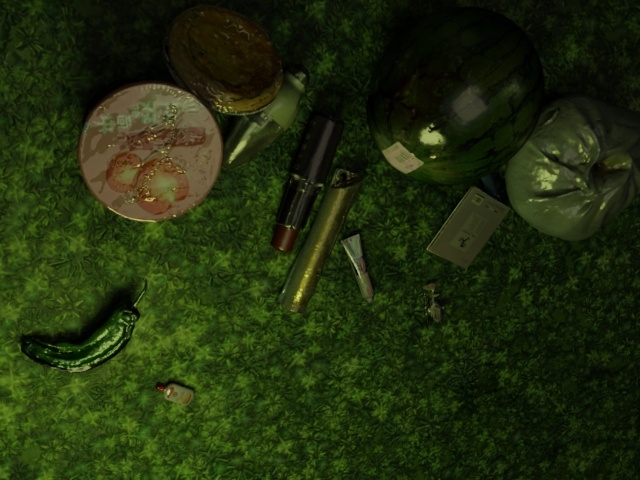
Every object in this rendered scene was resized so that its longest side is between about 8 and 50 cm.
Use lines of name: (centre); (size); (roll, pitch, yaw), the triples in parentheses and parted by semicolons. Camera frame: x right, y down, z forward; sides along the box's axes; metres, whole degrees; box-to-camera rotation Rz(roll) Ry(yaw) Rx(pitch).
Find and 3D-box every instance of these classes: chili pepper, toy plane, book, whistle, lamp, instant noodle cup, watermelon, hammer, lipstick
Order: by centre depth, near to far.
instant noodle cup: (-0.318, -0.177, 1.457); (0.243, 0.231, 0.242); (-7, 110, -20)
lamp: (-0.111, -0.240, 1.596); (0.250, 0.101, 0.101); (-48, 118, 4)
watermelon: (0.263, -0.279, 1.604); (0.363, 0.363, 0.363); (-7, 111, -20)
chili pepper: (-0.443, 0.180, 1.625); (0.279, 0.065, 0.122); (-30, 120, -5)
lipstick: (-0.031, -0.118, 1.680); (0.081, 0.081, 0.299); (15, 101, -26)
whistle: (0.000, 0.000, 1.747); (0.068, 0.057, 0.326); (19, 100, -27)
hammer: (0.370, -0.160, 1.844); (0.116, 0.069, 0.194); (-35, 125, -8)
book: (0.342, -0.027, 1.884); (0.127, 0.014, 0.181); (25, 107, -29)
toy plane: (0.266, 0.152, 1.925); (0.049, 0.031, 0.120); (-11, 115, -9)

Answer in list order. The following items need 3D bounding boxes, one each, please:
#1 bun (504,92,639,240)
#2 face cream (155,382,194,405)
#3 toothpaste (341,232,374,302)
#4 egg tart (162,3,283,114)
bun: (0.592, -0.156, 1.857); (0.355, 0.194, 0.354); (-6, 108, -19)
face cream: (-0.313, 0.326, 1.754); (0.083, 0.021, 0.040); (25, 96, -27)
toothpaste: (0.089, 0.066, 1.823); (0.045, 0.028, 0.169); (-21, 113, -7)
egg tart: (-0.181, -0.324, 1.510); (0.234, 0.094, 0.234); (13, 60, -24)
